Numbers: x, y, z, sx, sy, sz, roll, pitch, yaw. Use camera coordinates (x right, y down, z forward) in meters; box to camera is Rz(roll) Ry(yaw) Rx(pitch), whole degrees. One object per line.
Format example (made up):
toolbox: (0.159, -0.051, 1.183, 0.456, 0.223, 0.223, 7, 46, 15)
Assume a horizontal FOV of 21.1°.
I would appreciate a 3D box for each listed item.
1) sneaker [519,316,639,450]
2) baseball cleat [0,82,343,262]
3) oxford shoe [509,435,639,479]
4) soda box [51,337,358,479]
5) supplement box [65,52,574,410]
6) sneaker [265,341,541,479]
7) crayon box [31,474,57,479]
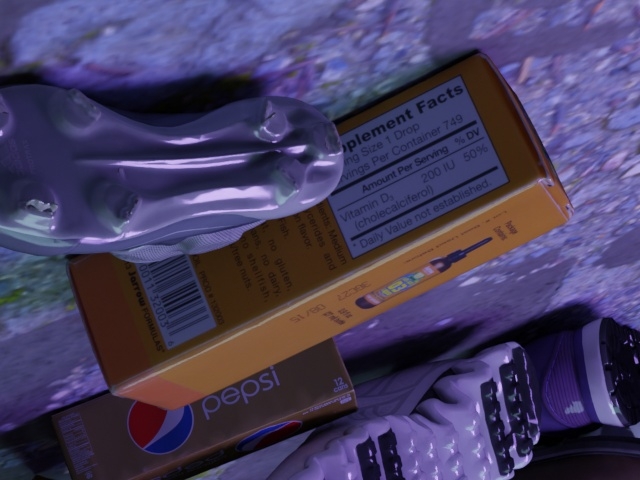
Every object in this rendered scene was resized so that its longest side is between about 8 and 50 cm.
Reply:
sneaker: (0.199, 0.124, 1.388, 0.124, 0.107, 0.283, -12, 160, 17)
baseball cleat: (-0.087, -0.016, 0.706, 0.206, 0.072, 0.109, -1, 158, -39)
oxford shoe: (0.190, 0.198, 1.300, 0.227, 0.096, 0.083, -7, 160, 18)
soda box: (-0.070, 0.108, 1.071, 0.181, 0.058, 0.061, -21, 162, -3)
supplement box: (0.000, 0.000, 0.834, 0.233, 0.080, 0.078, -24, 162, 11)
sneaker: (0.037, 0.150, 1.154, 0.118, 0.110, 0.292, 0, -167, 35)
crayon box: (-0.046, 0.243, 1.071, 0.323, 0.083, 0.203, 16, -177, -2)
